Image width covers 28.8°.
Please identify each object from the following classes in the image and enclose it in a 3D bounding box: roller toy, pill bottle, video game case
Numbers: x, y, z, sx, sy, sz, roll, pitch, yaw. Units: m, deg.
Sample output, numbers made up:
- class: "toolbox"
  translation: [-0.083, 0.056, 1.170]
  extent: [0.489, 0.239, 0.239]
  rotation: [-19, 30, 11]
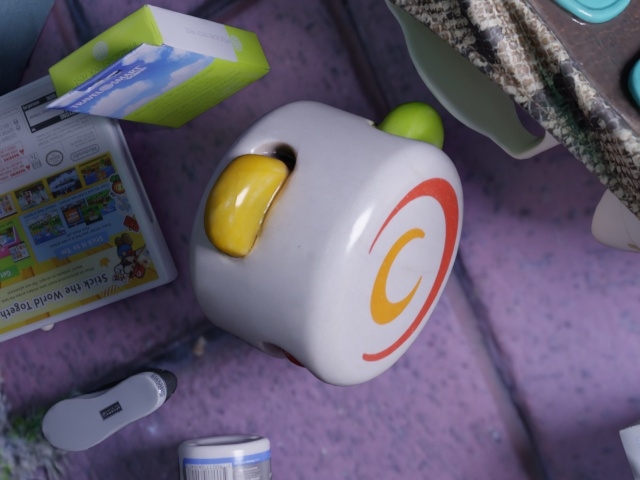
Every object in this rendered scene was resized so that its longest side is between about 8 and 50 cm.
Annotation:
- class: "roller toy"
  translation: [0.000, 0.000, 0.924]
  extent: [0.146, 0.209, 0.191]
  rotation: [24, 130, 28]
- class: "pill bottle"
  translation: [-0.076, 0.234, 1.034]
  extent: [0.078, 0.078, 0.137]
  rotation: [-4, 88, 29]
- class: "video game case"
  translation: [-0.261, -0.027, 1.125]
  extent: [0.227, 0.026, 0.206]
  rotation: [-19, 95, 21]

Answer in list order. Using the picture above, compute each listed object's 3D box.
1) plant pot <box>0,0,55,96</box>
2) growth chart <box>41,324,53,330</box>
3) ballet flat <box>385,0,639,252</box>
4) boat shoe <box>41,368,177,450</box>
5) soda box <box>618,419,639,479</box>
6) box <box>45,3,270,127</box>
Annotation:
- class: "plant pot"
  translation: [-0.393, -0.299, 1.110]
  extent: [0.248, 0.252, 0.247]
  rotation: [36, 107, 24]
- class: "growth chart"
  translation: [-0.291, -0.030, 1.161]
  extent: [0.237, 0.021, 0.172]
  rotation: [45, 112, 6]
- class: "ballet flat"
  translation: [0.187, -0.104, 0.842]
  extent: [0.483, 0.164, 0.182]
  rotation: [43, 141, 14]
- class: "boat shoe"
  translation: [-0.187, 0.151, 1.117]
  extent: [0.142, 0.040, 0.049]
  rotation: [-23, 88, 27]
- class: "soda box"
  translation: [0.295, 0.242, 0.818]
  extent: [0.091, 0.098, 0.286]
  rotation: [-22, 79, 28]
- class: "box"
  translation: [-0.132, -0.138, 1.007]
  extent: [0.109, 0.178, 0.042]
  rotation: [-28, 77, 26]
